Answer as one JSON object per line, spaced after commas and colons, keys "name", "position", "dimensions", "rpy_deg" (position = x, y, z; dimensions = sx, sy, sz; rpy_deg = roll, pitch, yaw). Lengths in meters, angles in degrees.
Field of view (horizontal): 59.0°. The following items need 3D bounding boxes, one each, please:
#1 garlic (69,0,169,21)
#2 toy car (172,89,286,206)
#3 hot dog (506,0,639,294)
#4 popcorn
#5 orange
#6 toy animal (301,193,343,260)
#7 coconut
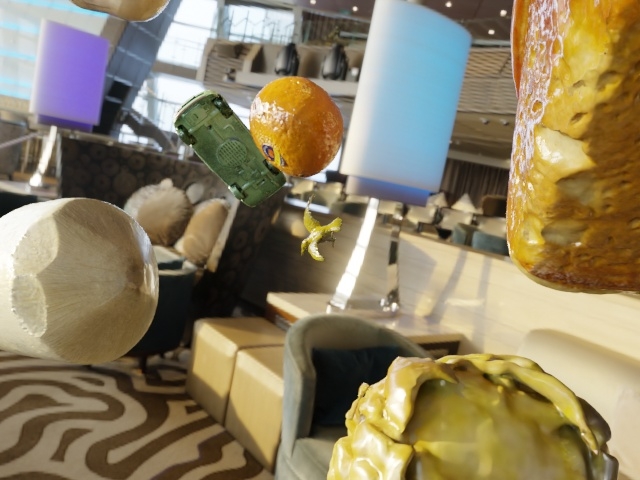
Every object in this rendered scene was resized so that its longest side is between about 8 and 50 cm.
{"name": "garlic", "position": [-0.302, -0.386, 0.769], "dimensions": [0.217, 0.110, 0.228], "rpy_deg": [18, -28, 20]}
{"name": "toy car", "position": [-0.147, -0.152, 0.924], "dimensions": [0.224, 0.090, 0.076], "rpy_deg": [49, 8, -40]}
{"name": "hot dog", "position": [0.254, -0.131, 0.449], "dimensions": [0.185, 0.223, 0.405], "rpy_deg": [0, -33, 10]}
{"name": "popcorn", "position": [0.127, 0.214, 0.502], "dimensions": [0.250, 0.250, 0.190], "rpy_deg": [10, -10, -12]}
{"name": "orange", "position": [-0.030, -0.155, 0.758], "dimensions": [0.135, 0.117, 0.135], "rpy_deg": [33, -12, 8]}
{"name": "toy animal", "position": [0.000, 0.000, 1.596], "dimensions": [0.095, 0.155, 0.219], "rpy_deg": [3, 48, -17]}
{"name": "coconut", "position": [-0.351, 0.058, 0.815], "dimensions": [0.265, 0.237, 0.237], "rpy_deg": [2, 1, 30]}
